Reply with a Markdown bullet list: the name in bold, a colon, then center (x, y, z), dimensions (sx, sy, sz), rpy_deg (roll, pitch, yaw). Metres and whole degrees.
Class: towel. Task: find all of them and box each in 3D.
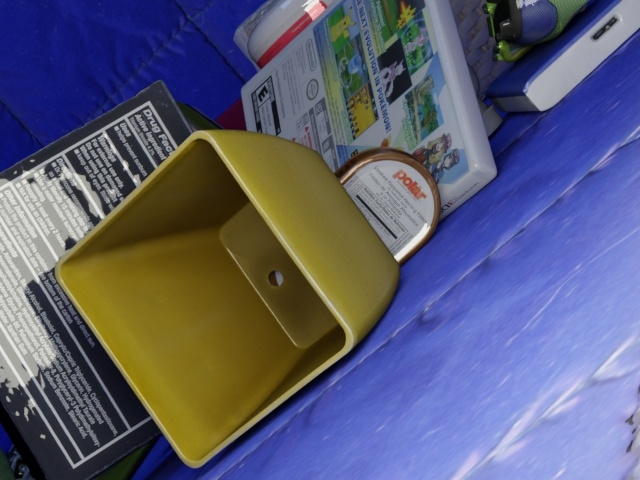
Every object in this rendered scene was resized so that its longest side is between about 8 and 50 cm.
- **towel**: center (-0.236, 0.263, 1.912), dimensions (0.102, 0.021, 0.237), rpy_deg (-42, 4, 13)

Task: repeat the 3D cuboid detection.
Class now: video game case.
- **video game case**: center (0.038, -0.116, 1.748), dimensions (0.300, 0.036, 0.329), rpy_deg (-40, 45, 34)

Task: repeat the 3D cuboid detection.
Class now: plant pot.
- **plant pot**: center (-0.056, 0.032, 1.438), dimensions (0.212, 0.212, 0.187), rpy_deg (-40, -8, 31)

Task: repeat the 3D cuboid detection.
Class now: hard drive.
- **hard drive**: center (0.288, -0.224, 1.861), dimensions (0.210, 0.040, 0.319), rpy_deg (-42, 4, 2)

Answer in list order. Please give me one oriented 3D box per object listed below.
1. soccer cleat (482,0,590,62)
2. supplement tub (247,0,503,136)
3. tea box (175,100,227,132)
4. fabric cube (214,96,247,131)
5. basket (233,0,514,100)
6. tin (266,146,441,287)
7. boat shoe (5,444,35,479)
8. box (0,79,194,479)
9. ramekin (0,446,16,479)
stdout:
- **soccer cleat**: center (0.246, -0.256, 1.885), dimensions (0.121, 0.093, 0.289), rpy_deg (-12, 2, 3)
- **supplement tub**: center (0.064, -0.190, 1.971), dimensions (0.191, 0.272, 0.191), rpy_deg (-40, 2, 2)
- **tea box**: center (-0.196, 0.015, 2.101), dimensions (0.329, 0.220, 0.323), rpy_deg (-54, -6, 6)
- **fabric cube**: center (-0.034, -0.155, 2.782), dimensions (0.258, 0.254, 0.259), rpy_deg (-36, 7, 46)
- **basket**: center (0.117, -0.316, 2.553), dimensions (0.331, 0.328, 0.266), rpy_deg (-44, 8, -32)
- **tin**: center (0.030, -0.004, 1.572), dimensions (0.189, 0.106, 0.040), rpy_deg (-43, 16, 1)
- **boat shoe**: center (-0.365, 0.307, 2.064), dimensions (0.306, 0.113, 0.105), rpy_deg (-45, 10, 5)
- **box**: center (-0.216, 0.050, 1.655), dimensions (0.294, 0.296, 0.183), rpy_deg (-31, 3, -16)
- **ramekin**: center (-0.481, 0.312, 1.869), dimensions (0.303, 0.303, 0.148), rpy_deg (-41, -3, 18)
